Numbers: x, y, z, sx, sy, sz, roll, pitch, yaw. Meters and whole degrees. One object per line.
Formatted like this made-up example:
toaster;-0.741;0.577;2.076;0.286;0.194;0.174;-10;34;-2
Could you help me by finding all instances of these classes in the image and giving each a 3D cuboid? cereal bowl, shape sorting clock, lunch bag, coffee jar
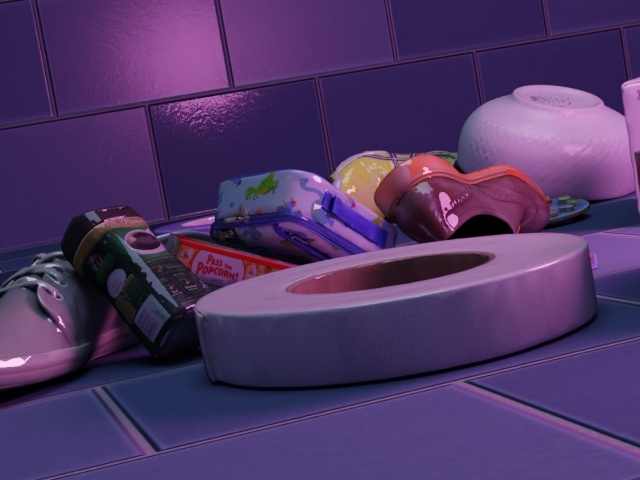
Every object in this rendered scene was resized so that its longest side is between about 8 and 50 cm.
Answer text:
cereal bowl;0.417;-0.190;2.343;0.339;0.141;0.339;4;22;-2
shape sorting clock;0.320;-0.044;2.071;0.206;0.040;0.206;-10;5;1
lunch bag;-0.017;-0.012;1.659;0.176;0.090;0.219;-5;-25;39
coffee jar;-0.195;0.040;1.421;0.184;0.079;0.096;45;30;24

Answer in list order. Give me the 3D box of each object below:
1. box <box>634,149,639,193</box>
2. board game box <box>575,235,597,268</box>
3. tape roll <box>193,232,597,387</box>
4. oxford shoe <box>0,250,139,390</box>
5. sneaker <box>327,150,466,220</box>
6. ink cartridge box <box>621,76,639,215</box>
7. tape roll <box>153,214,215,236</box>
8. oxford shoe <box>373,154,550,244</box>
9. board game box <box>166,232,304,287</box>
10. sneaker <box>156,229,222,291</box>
box;0.434;-0.045;1.311;0.142;0.154;0.300;-6;8;32
board game box;0.264;0.018;1.579;0.133;0.033;0.169;-8;5;12
tape roll;0.071;0.062;1.279;0.392;0.072;0.392;-10;6;1
oxford shoe;-0.310;0.082;1.455;0.169;0.130;0.449;-5;8;23
sneaker;0.177;-0.115;2.524;0.385;0.145;0.147;-16;8;-36
ink cartridge box;0.525;-0.146;1.920;0.117;0.201;0.278;-8;6;20
tape roll;-0.131;0.002;2.148;0.275;0.090;0.275;-10;5;1
oxford shoe;0.218;-0.020;1.770;0.364;0.132;0.130;2;-47;-50
board game box;-0.085;0.038;1.554;0.194;0.045;0.147;14;1;-13
sneaker;-0.155;0.038;1.779;0.296;0.104;0.147;-4;0;-34
